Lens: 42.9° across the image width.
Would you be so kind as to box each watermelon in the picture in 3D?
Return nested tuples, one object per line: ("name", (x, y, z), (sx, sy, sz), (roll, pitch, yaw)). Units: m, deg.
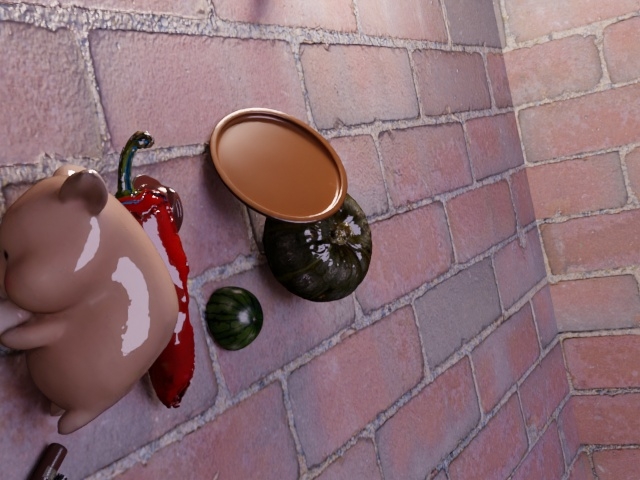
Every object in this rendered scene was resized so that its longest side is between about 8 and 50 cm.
("watermelon", (-0.128, 0.122, 1.297), (0.105, 0.062, 0.105), (21, 63, -49))

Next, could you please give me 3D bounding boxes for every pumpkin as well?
("pumpkin", (0.000, 0.000, 1.445), (0.224, 0.157, 0.223), (18, 64, -40))

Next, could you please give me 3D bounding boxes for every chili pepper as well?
("chili pepper", (-0.233, 0.048, 1.113), (0.110, 0.110, 0.387), (-26, 106, -57))

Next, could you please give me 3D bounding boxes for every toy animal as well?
("toy animal", (-0.290, 0.059, 0.958), (0.213, 0.195, 0.256), (-34, 111, -14))

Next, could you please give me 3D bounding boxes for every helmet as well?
("helmet", (-0.230, -0.046, 1.184), (0.089, 0.057, 0.111), (6, 77, -55))

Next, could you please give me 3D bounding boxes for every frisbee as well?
("frisbee", (-0.069, -0.127, 1.374), (0.251, 0.021, 0.251), (17, 47, -18))

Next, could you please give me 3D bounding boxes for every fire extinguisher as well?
("fire extinguisher", (-0.329, 0.294, 0.967), (0.046, 0.032, 0.100), (98, 10, -49))
